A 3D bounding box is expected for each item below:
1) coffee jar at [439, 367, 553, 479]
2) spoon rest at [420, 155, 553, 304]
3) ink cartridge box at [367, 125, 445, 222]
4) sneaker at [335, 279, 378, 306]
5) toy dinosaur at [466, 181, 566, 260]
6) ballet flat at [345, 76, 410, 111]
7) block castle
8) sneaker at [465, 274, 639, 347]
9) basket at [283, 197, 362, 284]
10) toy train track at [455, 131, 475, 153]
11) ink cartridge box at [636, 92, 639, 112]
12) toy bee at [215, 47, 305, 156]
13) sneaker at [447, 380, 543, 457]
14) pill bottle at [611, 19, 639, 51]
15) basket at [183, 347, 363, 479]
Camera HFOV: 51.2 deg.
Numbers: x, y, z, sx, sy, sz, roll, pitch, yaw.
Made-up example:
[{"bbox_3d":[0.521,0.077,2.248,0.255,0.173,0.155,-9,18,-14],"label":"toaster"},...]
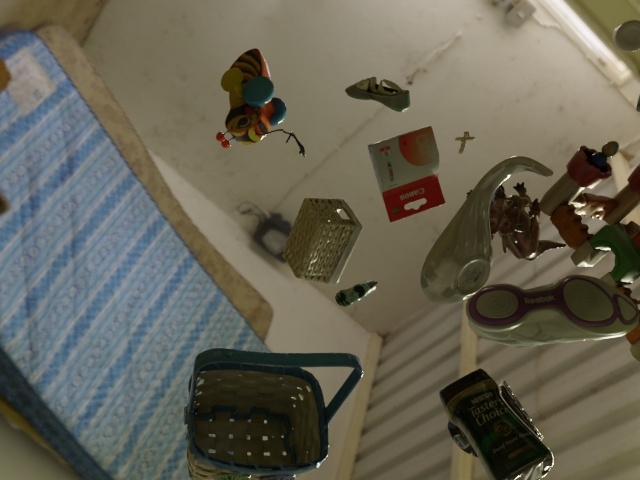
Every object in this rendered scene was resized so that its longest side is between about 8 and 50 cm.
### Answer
[{"bbox_3d":[0.263,0.287,1.024,0.096,0.079,0.184,-27,-136,-7],"label":"coffee jar"},{"bbox_3d":[0.254,-0.015,1.064,0.276,0.137,0.084,-58,-142,14],"label":"spoon rest"},{"bbox_3d":[0.195,-0.144,1.458,0.145,0.179,0.045,-19,-173,-13],"label":"ink cartridge box"},{"bbox_3d":[0.082,0.108,1.404,0.069,0.038,0.098,-20,177,-45],"label":"sneaker"},{"bbox_3d":[0.437,-0.024,1.502,0.127,0.295,0.200,-36,-154,30],"label":"toy dinosaur"},{"bbox_3d":[0.152,-0.401,1.770,0.213,0.068,0.072,28,-134,36],"label":"ballet flat"},{"bbox_3d":[0.685,0.017,1.337,0.213,0.303,0.453,-55,-137,39],"label":"block castle"},{"bbox_3d":[0.428,0.140,1.254,0.152,0.305,0.114,71,23,-60],"label":"sneaker"},{"bbox_3d":[0.000,0.000,1.444,0.113,0.103,0.167,58,-46,46],"label":"basket"},{"bbox_3d":[0.352,-0.244,1.645,0.083,0.048,0.014,89,-1,-60],"label":"toy train track"},{"bbox_3d":[0.747,-0.240,1.070,0.324,0.330,0.071,106,6,-76],"label":"ink cartridge box"},{"bbox_3d":[-0.159,-0.278,1.423,0.162,0.195,0.298,-25,-143,6],"label":"toy bee"},{"bbox_3d":[0.336,0.372,1.319,0.147,0.130,0.330,-32,158,-1],"label":"sneaker"},{"bbox_3d":[0.446,-0.295,0.965,0.043,0.043,0.083,-44,178,23],"label":"pill bottle"},{"bbox_3d":[-0.089,0.269,1.056,0.201,0.255,0.289,-104,-153,-48],"label":"basket"}]
